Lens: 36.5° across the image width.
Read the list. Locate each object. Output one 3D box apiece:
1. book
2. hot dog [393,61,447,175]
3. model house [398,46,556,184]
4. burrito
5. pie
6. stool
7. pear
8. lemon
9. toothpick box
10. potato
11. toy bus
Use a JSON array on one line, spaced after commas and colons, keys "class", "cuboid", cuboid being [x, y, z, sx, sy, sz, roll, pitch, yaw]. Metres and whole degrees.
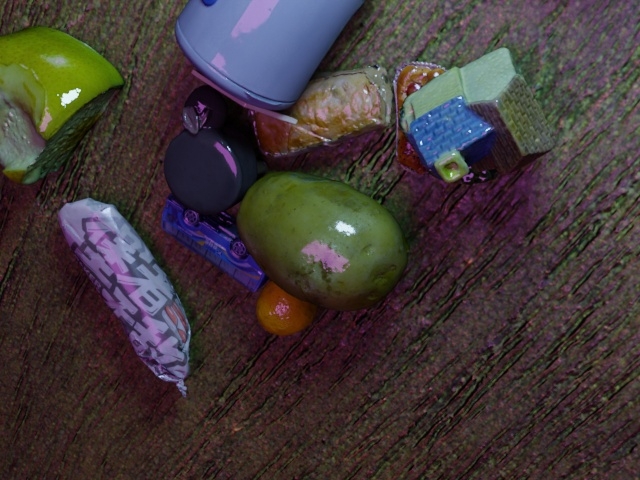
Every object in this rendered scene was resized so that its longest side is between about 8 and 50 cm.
[{"class": "book", "cuboid": [-0.129, -0.242, 1.635, 0.172, 0.118, 0.012, 37, 107, 44]}, {"class": "hot dog", "cuboid": [0.172, -0.202, 1.605, 0.108, 0.059, 0.191, 6, 113, 24]}, {"class": "model house", "cuboid": [0.240, -0.156, 1.485, 0.214, 0.189, 0.195, -25, 110, 13]}, {"class": "burrito", "cuboid": [-0.358, 0.107, 1.902, 0.139, 0.101, 0.445, -30, 94, 22]}, {"class": "pie", "cuboid": [-0.009, -0.219, 1.664, 0.282, 0.068, 0.129, -11, 97, 33]}, {"class": "stool", "cuboid": [-0.175, -0.154, 1.706, 0.153, 0.139, 0.228, 27, 120, 14]}, {"class": "pear", "cuboid": [-0.558, -0.279, 1.806, 0.282, 0.176, 0.286, 47, 117, 3]}, {"class": "lemon", "cuboid": [-0.061, 0.118, 1.781, 0.133, 0.109, 0.109, -30, 95, 35]}, {"class": "toothpick box", "cuboid": [-0.056, -0.409, 1.510, 0.263, 0.263, 0.355, 41, 117, 4]}, {"class": "potato", "cuboid": [0.000, -0.001, 1.662, 0.304, 0.216, 0.216, 28, 116, 8]}, {"class": "toy bus", "cuboid": [-0.188, -0.002, 1.806, 0.236, 0.079, 0.094, 34, 119, 8]}]
